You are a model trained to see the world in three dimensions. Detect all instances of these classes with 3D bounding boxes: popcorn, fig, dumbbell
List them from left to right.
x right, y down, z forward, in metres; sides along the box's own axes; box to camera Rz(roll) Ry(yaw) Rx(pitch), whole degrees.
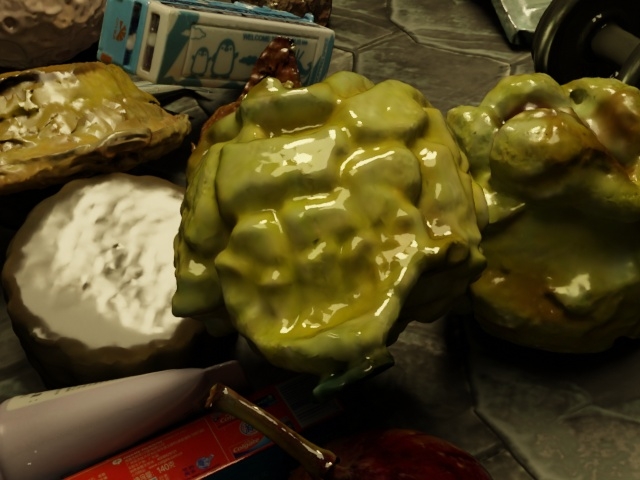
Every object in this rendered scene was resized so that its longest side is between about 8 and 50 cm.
[{"bbox_3d":[-0.003,-0.008,0.805,0.293,0.293,0.237,-28,85,-23],"label":"popcorn"},{"bbox_3d":[0.045,0.204,0.670,0.186,0.249,0.203,-14,45,2],"label":"fig"},{"bbox_3d":[0.230,-0.033,0.916,0.225,0.276,0.276,16,46,29],"label":"popcorn"},{"bbox_3d":[0.377,-0.215,1.153,0.192,0.192,0.290,-22,43,-17],"label":"dumbbell"}]

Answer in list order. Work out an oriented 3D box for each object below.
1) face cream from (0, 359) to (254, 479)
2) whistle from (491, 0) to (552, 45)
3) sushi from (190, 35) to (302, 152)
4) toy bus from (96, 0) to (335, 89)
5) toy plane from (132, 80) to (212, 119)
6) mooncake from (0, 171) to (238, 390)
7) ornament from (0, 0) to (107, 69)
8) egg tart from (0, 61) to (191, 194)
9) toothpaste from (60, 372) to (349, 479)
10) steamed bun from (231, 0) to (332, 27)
[{"bbox_3d":[-0.192,0.164,0.842,0.274,0.154,0.096,-17,65,-3],"label":"face cream"},{"bbox_3d":[0.271,-0.460,1.438,0.168,0.188,0.405,-15,43,-11],"label":"whistle"},{"bbox_3d":[-0.036,-0.089,1.090,0.179,0.167,0.296,-24,33,15],"label":"sushi"},{"bbox_3d":[-0.122,-0.246,1.211,0.297,0.106,0.131,-5,27,-46],"label":"toy bus"},{"bbox_3d":[-0.256,-0.195,1.291,0.226,0.058,0.226,-23,37,-25],"label":"toy plane"},{"bbox_3d":[-0.187,0.052,0.946,0.228,0.124,0.228,4,52,-5],"label":"mooncake"},{"bbox_3d":[-0.405,-0.373,1.362,0.225,0.259,0.259,-26,41,9],"label":"ornament"},{"bbox_3d":[-0.308,-0.127,1.081,0.341,0.129,0.341,-9,9,1],"label":"egg tart"},{"bbox_3d":[-0.127,0.210,0.814,0.320,0.076,0.066,-21,44,-18],"label":"toothpaste"},{"bbox_3d":[-0.052,-0.353,1.388,0.106,0.145,0.175,22,53,26],"label":"steamed bun"}]
